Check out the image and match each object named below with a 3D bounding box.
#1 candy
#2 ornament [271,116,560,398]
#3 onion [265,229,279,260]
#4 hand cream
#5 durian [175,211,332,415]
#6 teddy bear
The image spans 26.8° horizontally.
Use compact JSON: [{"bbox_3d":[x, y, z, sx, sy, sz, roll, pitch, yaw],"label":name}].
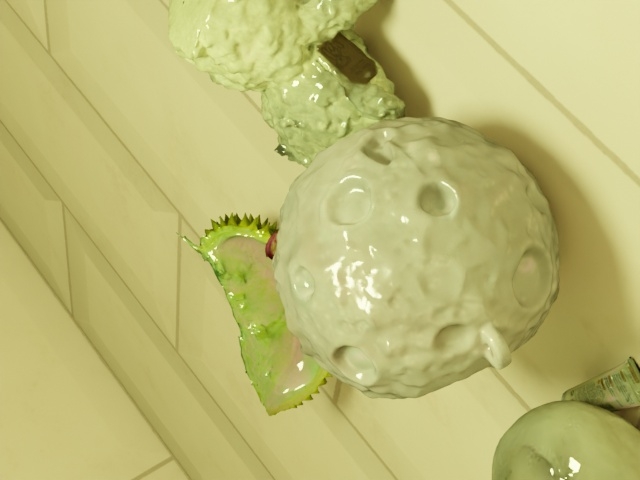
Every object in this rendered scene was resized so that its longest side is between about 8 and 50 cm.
[{"bbox_3d":[0.331,0.325,1.615,0.295,0.185,0.296,36,138,41],"label":"candy"},{"bbox_3d":[0.106,0.012,1.552,0.337,0.337,0.337,44,150,34],"label":"ornament"},{"bbox_3d":[0.000,0.000,2.029,0.150,0.140,0.150,20,173,2],"label":"onion"},{"bbox_3d":[0.346,0.183,1.626,0.143,0.039,0.061,-33,79,56],"label":"hand cream"},{"bbox_3d":[-0.076,0.110,2.185,0.158,0.169,0.352,3,117,62],"label":"durian"},{"bbox_3d":[-0.016,-0.276,1.738,0.327,0.362,0.376,-30,48,46],"label":"teddy bear"}]
